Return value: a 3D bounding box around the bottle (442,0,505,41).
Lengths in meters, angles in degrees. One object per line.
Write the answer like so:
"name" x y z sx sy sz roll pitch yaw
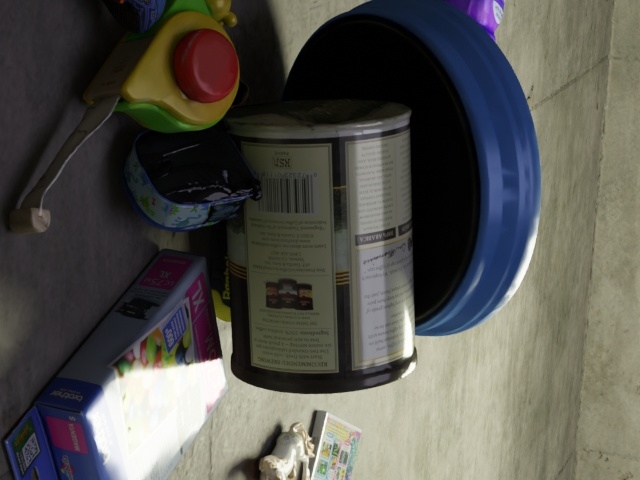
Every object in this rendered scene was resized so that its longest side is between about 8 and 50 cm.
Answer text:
"bottle" 0.237 -0.379 2.254 0.118 0.092 0.283 32 68 -67

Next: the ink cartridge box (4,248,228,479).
"ink cartridge box" -0.191 0.170 1.460 0.311 0.065 0.186 -52 144 -47

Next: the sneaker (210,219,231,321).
"sneaker" -0.093 0.017 1.655 0.059 0.053 0.144 -24 125 -71

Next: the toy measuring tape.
"toy measuring tape" -0.161 -0.110 1.356 0.330 0.121 0.121 -61 151 -28

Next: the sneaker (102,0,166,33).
"sneaker" -0.206 -0.246 1.261 0.087 0.083 0.221 -59 146 -17

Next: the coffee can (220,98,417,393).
"coffee can" 0.000 0.000 1.545 0.201 0.201 0.275 -28 119 -63

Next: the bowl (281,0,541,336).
"bowl" 0.082 -0.078 1.648 0.077 0.391 0.391 -12 112 -35

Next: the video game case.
"video game case" 0.012 0.322 2.067 0.157 0.019 0.143 39 62 -64

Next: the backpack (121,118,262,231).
"backpack" -0.136 -0.058 1.442 0.114 0.105 0.084 -13 154 -38

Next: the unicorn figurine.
"unicorn figurine" -0.049 0.294 1.869 0.162 0.060 0.111 -79 164 -53

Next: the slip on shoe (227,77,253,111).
"slip on shoe" -0.096 -0.157 1.589 0.135 0.041 0.051 46 56 -63
